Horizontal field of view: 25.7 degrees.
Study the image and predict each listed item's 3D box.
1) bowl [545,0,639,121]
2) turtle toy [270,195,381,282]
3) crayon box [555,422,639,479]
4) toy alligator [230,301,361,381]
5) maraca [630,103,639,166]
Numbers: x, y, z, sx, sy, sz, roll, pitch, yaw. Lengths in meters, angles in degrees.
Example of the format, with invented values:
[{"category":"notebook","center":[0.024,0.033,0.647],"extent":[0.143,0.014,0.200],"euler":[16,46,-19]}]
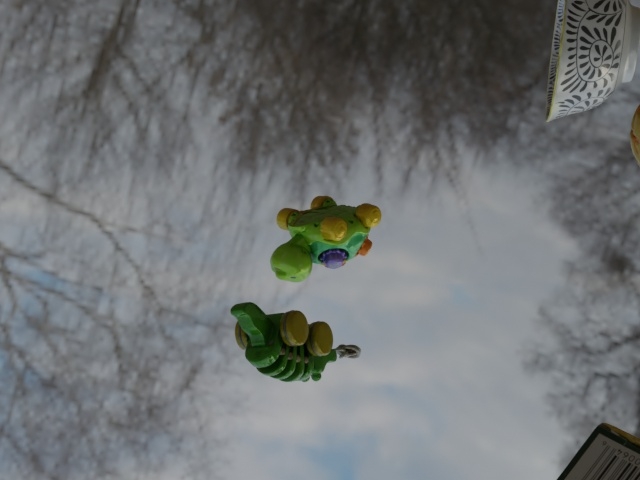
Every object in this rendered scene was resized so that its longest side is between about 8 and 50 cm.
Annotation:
[{"category":"bowl","center":[0.274,-0.198,1.394],"extent":[0.080,0.170,0.170],"euler":[7,-168,7]},{"category":"turtle toy","center":[0.000,0.000,1.458],"extent":[0.130,0.066,0.095],"euler":[-22,-157,-37]},{"category":"crayon box","center":[0.376,0.342,1.150],"extent":[0.363,0.106,0.313],"euler":[26,153,36]},{"category":"toy alligator","center":[-0.017,0.096,1.167],"extent":[0.056,0.051,0.190],"euler":[-7,160,30]},{"category":"maraca","center":[0.428,-0.119,1.696],"extent":[0.099,0.127,0.185],"euler":[21,156,27]}]
